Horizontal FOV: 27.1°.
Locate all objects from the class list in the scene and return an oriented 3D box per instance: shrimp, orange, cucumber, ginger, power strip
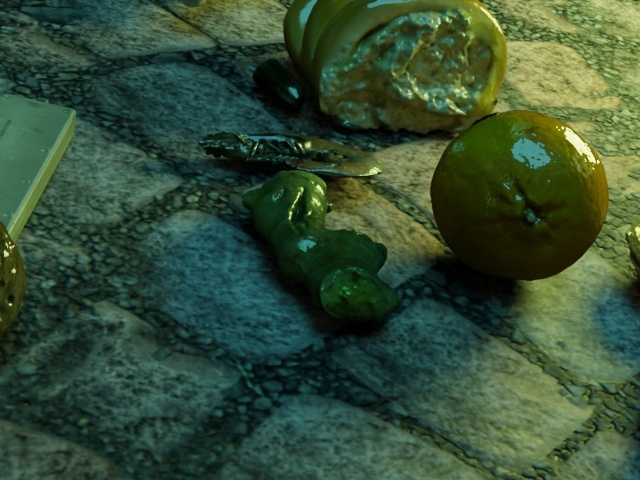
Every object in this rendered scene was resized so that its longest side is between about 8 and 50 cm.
[{"bbox_3d":[-0.035,-0.112,1.759,0.251,0.052,0.143,1,14,-14],"label":"shrimp"},{"bbox_3d":[0.246,-0.053,1.654,0.219,0.219,0.193,25,27,16],"label":"orange"},{"bbox_3d":[-0.055,-0.225,1.942,0.048,0.048,0.105,-14,43,-35],"label":"cucumber"},{"bbox_3d":[0.001,0.004,1.605,0.137,0.089,0.290,-21,40,-24],"label":"ginger"},{"bbox_3d":[-0.391,-0.074,1.607,0.106,0.043,0.367,13,34,-1],"label":"power strip"}]

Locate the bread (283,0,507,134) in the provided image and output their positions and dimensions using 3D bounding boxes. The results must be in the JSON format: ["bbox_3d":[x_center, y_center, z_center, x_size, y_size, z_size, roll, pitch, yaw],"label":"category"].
[{"bbox_3d":[0.115,-0.304,1.978,0.316,0.211,0.270,4,34,-20],"label":"bread"}]

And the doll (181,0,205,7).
[{"bbox_3d":[-0.219,-0.537,2.209,0.365,0.187,0.376,33,19,13],"label":"doll"}]

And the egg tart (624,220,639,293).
[{"bbox_3d":[0.478,0.039,1.733,0.191,0.074,0.191,10,33,-7],"label":"egg tart"}]

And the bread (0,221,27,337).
[{"bbox_3d":[-0.413,0.031,1.353,0.230,0.123,0.230,7,44,-6],"label":"bread"}]
